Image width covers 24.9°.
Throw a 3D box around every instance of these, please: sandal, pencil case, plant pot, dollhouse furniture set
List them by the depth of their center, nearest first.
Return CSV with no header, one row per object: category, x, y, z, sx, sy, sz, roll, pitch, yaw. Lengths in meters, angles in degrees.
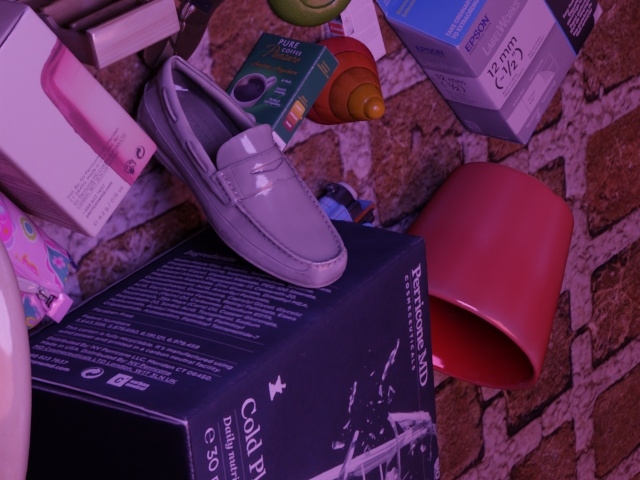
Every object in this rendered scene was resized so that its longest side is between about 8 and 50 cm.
dollhouse furniture set,-0.254,-0.313,1.449,0.212,0.161,0.242,-33,127,-34
pencil case,-0.368,-0.015,1.473,0.124,0.124,0.284,-56,136,-16
sandal,-0.140,-0.295,1.665,0.090,0.060,0.219,28,98,-43
plant pot,0.227,0.040,2.046,0.275,0.275,0.243,51,59,-44

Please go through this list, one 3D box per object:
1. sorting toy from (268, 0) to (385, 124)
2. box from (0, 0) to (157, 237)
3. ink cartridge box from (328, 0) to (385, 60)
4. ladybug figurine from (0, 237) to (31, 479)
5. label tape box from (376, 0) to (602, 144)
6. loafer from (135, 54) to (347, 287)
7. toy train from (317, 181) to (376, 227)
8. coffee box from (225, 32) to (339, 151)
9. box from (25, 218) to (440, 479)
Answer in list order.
sorting toy,0.018,-0.284,1.761,0.127,0.126,0.365,-25,124,-16
box,-0.304,-0.129,1.476,0.127,0.148,0.232,-56,137,-16
ink cartridge box,0.044,-0.280,1.884,0.063,0.029,0.115,-39,129,-30
ladybug figurine,-0.377,0.164,1.286,0.162,0.305,0.449,-7,130,-31
label tape box,0.236,-0.334,2.008,0.249,0.115,0.348,-58,139,-14
loafer,-0.087,-0.077,1.606,0.112,0.319,0.111,-31,156,-40
toy train,0.000,0.000,1.908,0.184,0.080,0.105,-45,127,-26
coffee box,-0.068,-0.161,1.746,0.040,0.113,0.184,45,69,-45
box,-0.098,0.274,1.676,0.472,0.297,0.480,-36,128,-50
